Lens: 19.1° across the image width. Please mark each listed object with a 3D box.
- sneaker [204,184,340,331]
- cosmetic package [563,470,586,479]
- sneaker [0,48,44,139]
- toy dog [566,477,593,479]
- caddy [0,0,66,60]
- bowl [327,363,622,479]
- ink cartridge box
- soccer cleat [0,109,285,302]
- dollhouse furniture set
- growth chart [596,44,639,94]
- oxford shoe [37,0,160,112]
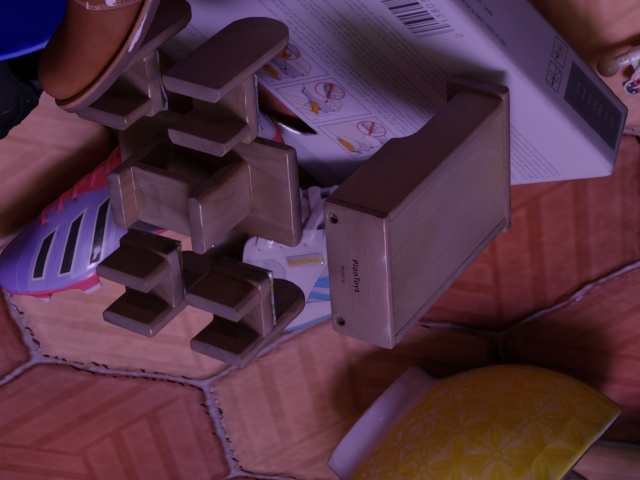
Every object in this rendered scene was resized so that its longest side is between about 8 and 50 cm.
[{"bbox_3d":[0.000,0.000,1.389,0.092,0.087,0.228,32,142,-27],"label":"sneaker"},{"bbox_3d":[0.193,0.254,1.785,0.115,0.041,0.060,-31,135,27],"label":"cosmetic package"},{"bbox_3d":[-0.240,-0.081,1.279,0.124,0.107,0.283,-9,146,-14],"label":"sneaker"},{"bbox_3d":[0.327,0.300,1.675,0.333,0.161,0.220,10,180,-37],"label":"toy dog"},{"bbox_3d":[-0.197,-0.239,1.028,0.241,0.179,0.341,12,137,-22],"label":"caddy"},{"bbox_3d":[0.099,0.197,1.587,0.156,0.289,0.289,42,135,10],"label":"bowl"},{"bbox_3d":[0.039,-0.123,1.296,0.239,0.060,0.275,-4,149,40],"label":"ink cartridge box"},{"bbox_3d":[-0.139,-0.034,1.370,0.248,0.083,0.095,-21,122,21],"label":"soccer cleat"},{"bbox_3d":[-0.019,-0.044,1.241,0.242,0.161,0.212,17,130,28],"label":"dollhouse furniture set"},{"bbox_3d":[0.322,-0.096,1.392,0.172,0.021,0.237,-23,138,18],"label":"growth chart"},{"bbox_3d":[-0.115,-0.155,1.008,0.076,0.076,0.212,14,132,-22],"label":"oxford shoe"}]
